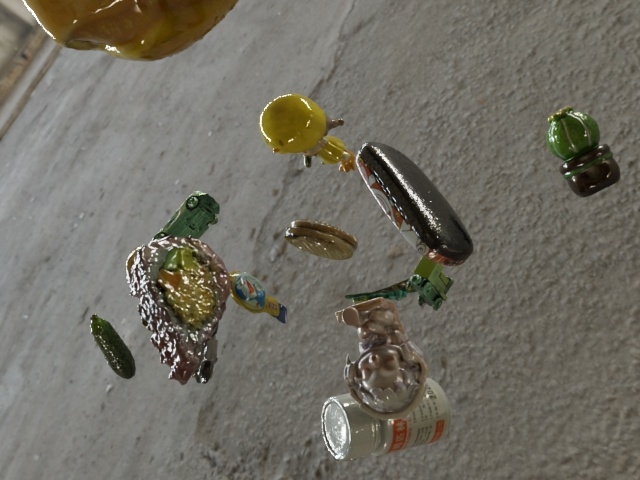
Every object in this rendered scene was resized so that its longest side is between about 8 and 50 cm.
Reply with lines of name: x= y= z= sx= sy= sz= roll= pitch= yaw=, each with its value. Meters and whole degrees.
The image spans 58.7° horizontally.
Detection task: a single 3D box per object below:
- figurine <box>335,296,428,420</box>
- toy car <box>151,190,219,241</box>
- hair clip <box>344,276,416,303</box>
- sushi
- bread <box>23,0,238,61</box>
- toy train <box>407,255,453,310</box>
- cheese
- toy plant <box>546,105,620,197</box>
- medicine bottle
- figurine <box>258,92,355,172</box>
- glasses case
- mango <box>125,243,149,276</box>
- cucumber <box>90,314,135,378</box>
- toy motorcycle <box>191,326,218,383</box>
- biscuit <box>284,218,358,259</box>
figurine: x=0.117 y=0.230 z=1.080 sx=0.163 sy=0.141 sz=0.236 roll=-16 pitch=81 yaw=22
toy car: x=-0.303 y=-0.029 z=1.250 sx=0.186 sy=0.093 sz=0.058 roll=-50 pitch=50 yaw=-6
hair clip: x=0.140 y=0.122 z=1.296 sx=0.173 sy=0.049 sz=0.049 roll=-13 pitch=46 yaw=9
sushi: x=-0.219 y=0.105 z=0.959 sx=0.241 sy=0.161 sz=0.107 roll=57 pitch=134 yaw=18
bread: x=-0.304 y=-0.480 z=0.868 sx=0.361 sy=0.394 sz=0.250 roll=-23 pitch=18 yaw=30
toy train: x=0.214 y=0.085 z=1.114 sx=0.050 sy=0.122 sz=0.081 roll=21 pitch=75 yaw=41
cheese: x=-0.217 y=0.189 z=1.913 sx=0.069 sy=0.270 sz=0.177 roll=-42 pitch=28 yaw=22
toy plant: x=0.470 y=-0.164 z=1.034 sx=0.093 sy=0.162 sz=0.093 roll=-27 pitch=-2 yaw=-1
medicine bottle: x=0.137 y=0.372 z=1.195 sx=0.144 sy=0.252 sz=0.144 roll=179 pitch=90 yaw=-65
figurine: x=-0.037 y=-0.311 z=1.722 sx=0.215 sy=0.344 sz=0.187 roll=6 pitch=79 yaw=34
glasses case: x=0.141 y=-0.063 z=0.884 sx=0.067 sy=0.103 sz=0.266 roll=-58 pitch=42 yaw=32
mango: x=-0.409 y=0.108 z=1.611 sx=0.193 sy=0.316 sz=0.146 roll=32 pitch=92 yaw=44
cucumber: x=-0.553 y=0.283 z=1.515 sx=0.069 sy=0.227 sz=0.069 roll=-11 pitch=34 yaw=8
toy motorcycle: x=-0.393 y=0.376 z=1.948 sx=0.152 sy=0.073 sz=0.225 roll=-24 pitch=56 yaw=59
biscuit: x=0.000 y=0.000 z=1.883 sx=0.259 sy=0.259 sz=0.079 roll=2 pitch=69 yaw=50
